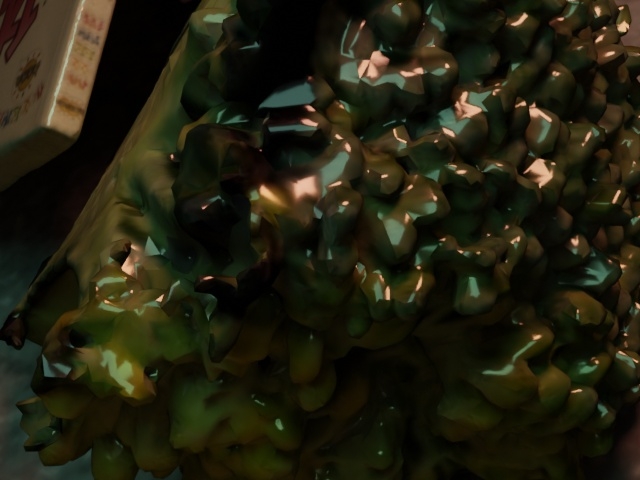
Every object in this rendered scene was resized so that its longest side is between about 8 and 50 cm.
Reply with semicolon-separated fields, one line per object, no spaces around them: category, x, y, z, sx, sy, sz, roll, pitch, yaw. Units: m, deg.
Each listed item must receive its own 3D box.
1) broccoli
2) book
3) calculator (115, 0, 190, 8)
broccoli;0.017;0.001;0.493;0.180;0.273;0.242;30;48;-10
book;-0.113;-0.124;0.620;0.162;0.022;0.232;-21;50;55
calculator;0.004;-0.197;0.649;0.294;0.043;0.194;-46;20;-21
